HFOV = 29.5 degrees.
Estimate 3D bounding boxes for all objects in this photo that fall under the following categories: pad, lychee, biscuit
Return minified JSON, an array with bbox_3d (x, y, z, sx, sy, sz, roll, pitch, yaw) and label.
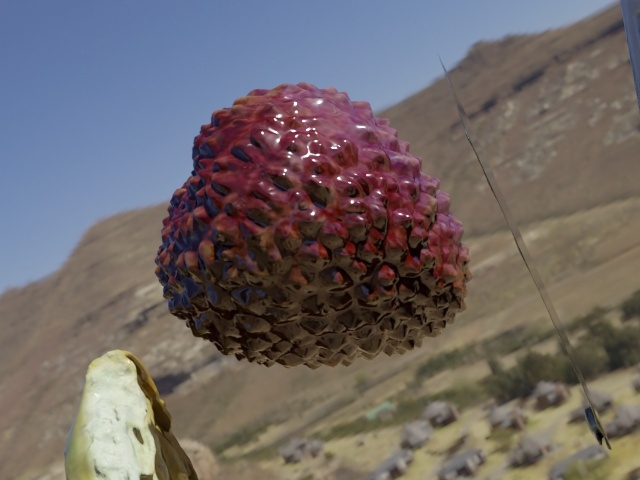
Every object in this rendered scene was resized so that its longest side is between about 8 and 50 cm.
[{"bbox_3d":[0.139,0.007,0.848,0.009,0.265,0.159,-23,26,10],"label":"pad"},{"bbox_3d":[0.000,0.000,1.024,0.271,0.271,0.271,-28,0,0],"label":"lychee"},{"bbox_3d":[-0.138,0.276,1.036,0.078,0.329,0.335,-21,16,2],"label":"biscuit"}]

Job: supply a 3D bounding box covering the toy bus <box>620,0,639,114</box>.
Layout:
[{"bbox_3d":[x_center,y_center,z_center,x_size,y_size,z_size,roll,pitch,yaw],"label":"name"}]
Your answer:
[{"bbox_3d":[0.275,-0.012,0.718,0.136,0.329,0.109,-8,6,42],"label":"toy bus"}]
